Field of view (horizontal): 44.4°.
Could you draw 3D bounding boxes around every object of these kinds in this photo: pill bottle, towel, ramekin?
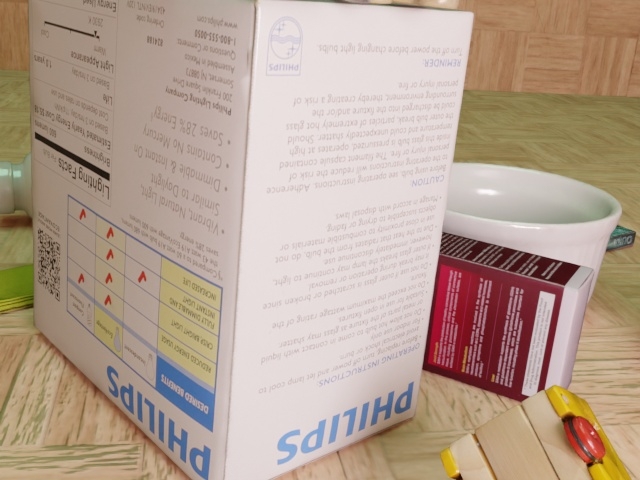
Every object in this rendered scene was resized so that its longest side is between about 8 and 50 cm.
[{"bbox_3d":[-0.370,-0.079,1.134,0.184,0.103,0.103,-4,21,-21],"label":"pill bottle"},{"bbox_3d":[-0.383,0.057,0.874,0.237,0.021,0.102,-13,27,-40],"label":"towel"},{"bbox_3d":[0.222,-0.001,0.990,0.277,0.135,0.277,4,20,-2],"label":"ramekin"}]

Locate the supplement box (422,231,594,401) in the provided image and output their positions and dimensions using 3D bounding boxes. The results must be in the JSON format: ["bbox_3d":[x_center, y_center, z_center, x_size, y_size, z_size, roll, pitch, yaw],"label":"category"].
[{"bbox_3d":[0.137,0.067,0.791,0.239,0.130,0.073,16,23,26],"label":"supplement box"}]

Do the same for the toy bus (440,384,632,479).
[{"bbox_3d":[0.162,0.192,0.474,0.190,0.202,0.104,12,-10,40],"label":"toy bus"}]

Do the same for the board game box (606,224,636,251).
[{"bbox_3d":[0.374,-0.010,1.204,0.186,0.026,0.126,-9,24,-33],"label":"board game box"}]

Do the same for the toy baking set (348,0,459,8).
[{"bbox_3d":[-0.024,-0.174,0.501,0.196,0.030,0.256,18,22,31],"label":"toy baking set"}]

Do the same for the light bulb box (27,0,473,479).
[{"bbox_3d":[-0.088,-0.041,0.703,0.225,0.361,0.357,-11,25,-40],"label":"light bulb box"}]
